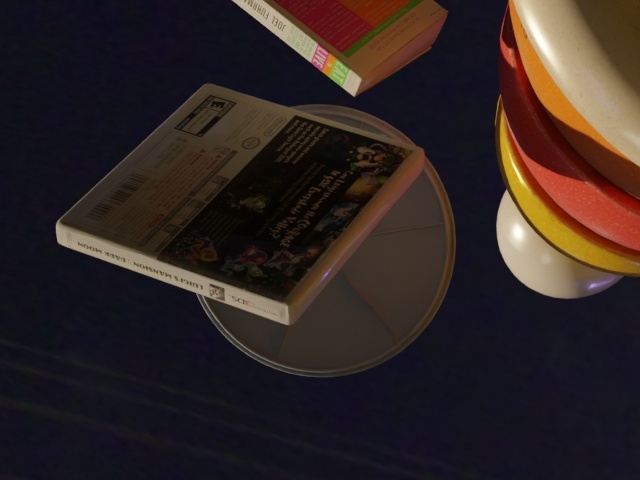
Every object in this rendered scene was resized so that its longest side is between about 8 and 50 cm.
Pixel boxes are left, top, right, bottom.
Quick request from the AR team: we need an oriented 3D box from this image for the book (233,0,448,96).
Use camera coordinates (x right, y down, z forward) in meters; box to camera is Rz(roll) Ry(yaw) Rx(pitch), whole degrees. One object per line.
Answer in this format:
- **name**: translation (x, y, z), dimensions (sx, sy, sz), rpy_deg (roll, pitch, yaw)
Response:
- **book**: translation (-0.001, -0.164, 1.215), dimensions (0.096, 0.144, 0.035), rpy_deg (-37, -19, -40)

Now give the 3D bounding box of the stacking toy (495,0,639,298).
- **stacking toy**: translation (0.235, -0.094, 1.305), dimensions (0.350, 0.480, 0.351), rpy_deg (5, -114, -12)

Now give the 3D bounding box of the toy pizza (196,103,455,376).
- **toy pizza**: translation (0.000, 0.000, 1.346), dimensions (0.032, 0.201, 0.201), rpy_deg (-34, -49, -80)

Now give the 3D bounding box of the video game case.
- **video game case**: translation (-0.049, -0.029, 1.195), dimensions (0.190, 0.173, 0.022), rpy_deg (-49, -31, -45)
